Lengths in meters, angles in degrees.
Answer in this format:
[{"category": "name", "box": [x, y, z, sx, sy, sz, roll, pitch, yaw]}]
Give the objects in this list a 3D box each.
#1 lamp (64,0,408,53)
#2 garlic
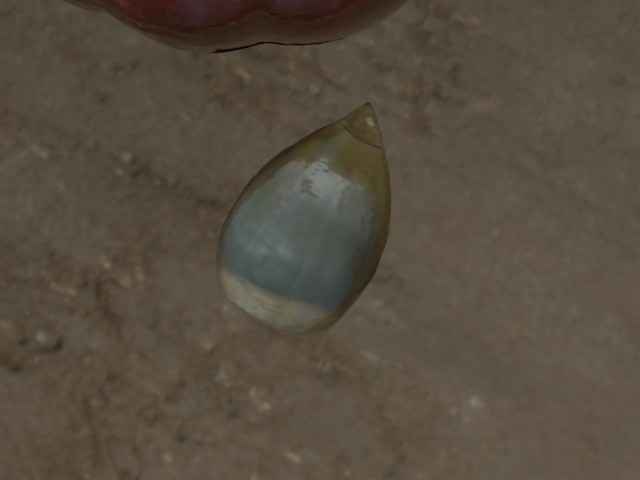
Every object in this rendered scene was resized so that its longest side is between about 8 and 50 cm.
[{"category": "lamp", "box": [-0.026, -0.175, 0.501, 0.227, 0.227, 0.227, 14, 134, 15]}, {"category": "garlic", "box": [-0.009, 0.015, 1.533, 0.151, 0.196, 0.338, 33, 151, 9]}]
